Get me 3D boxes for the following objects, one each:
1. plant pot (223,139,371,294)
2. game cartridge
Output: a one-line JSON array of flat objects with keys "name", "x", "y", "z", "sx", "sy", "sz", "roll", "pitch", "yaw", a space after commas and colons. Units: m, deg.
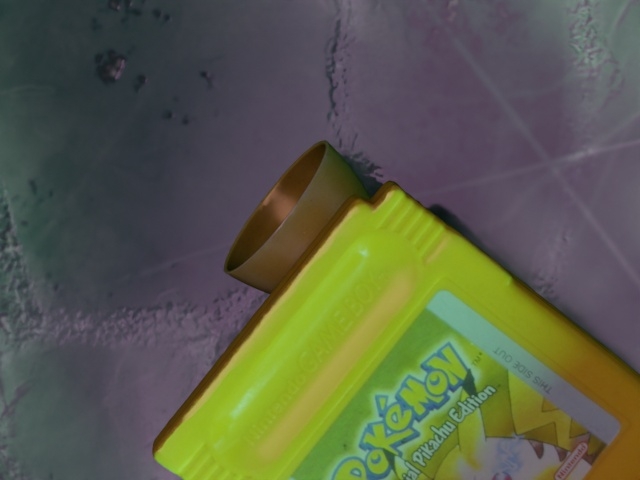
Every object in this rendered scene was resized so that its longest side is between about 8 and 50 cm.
[{"name": "plant pot", "x": 0.000, "y": 0.000, "z": 1.503, "sx": 0.095, "sy": 0.134, "sz": 0.134, "roll": 37, "pitch": 95, "yaw": -13}, {"name": "game cartridge", "x": 0.080, "y": 0.151, "z": 1.449, "sx": 0.324, "sy": 0.052, "sz": 0.285, "roll": 37, "pitch": 95, "yaw": -11}]
